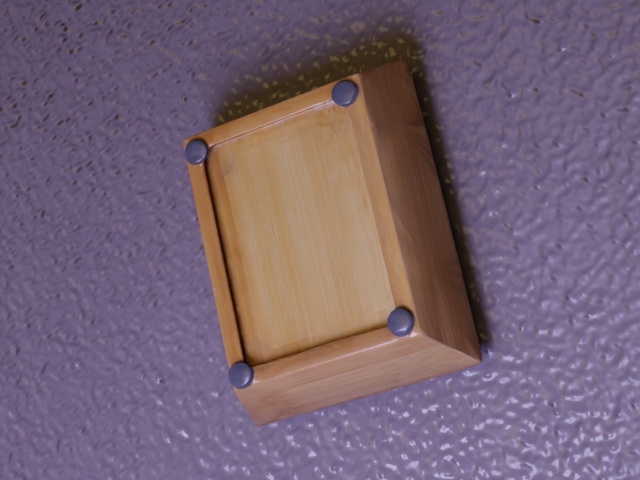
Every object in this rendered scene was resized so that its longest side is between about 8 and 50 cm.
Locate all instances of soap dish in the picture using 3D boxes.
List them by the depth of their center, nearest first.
[{"bbox_3d":[0.000,0.000,1.303,0.229,0.118,0.291,-18,76,22],"label":"soap dish"}]
